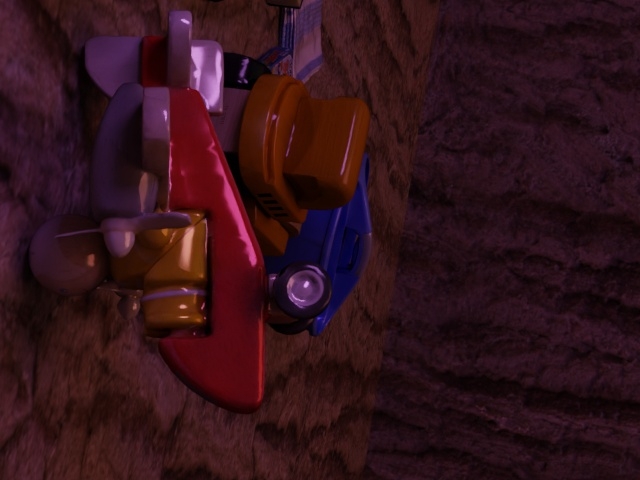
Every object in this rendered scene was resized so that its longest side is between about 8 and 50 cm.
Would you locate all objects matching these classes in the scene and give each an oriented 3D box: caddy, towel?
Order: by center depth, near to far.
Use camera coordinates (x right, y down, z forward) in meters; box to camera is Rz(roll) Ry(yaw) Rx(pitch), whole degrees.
[{"bbox_3d":[0.000,0.000,1.929,0.241,0.179,0.341,-61,164,-56],"label":"caddy"},{"bbox_3d":[-0.025,-0.411,1.946,0.209,0.034,0.285,-55,151,-62],"label":"towel"}]

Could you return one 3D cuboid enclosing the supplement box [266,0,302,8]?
[{"bbox_3d":[-0.055,-0.422,1.766,0.083,0.056,0.083,68,34,-66],"label":"supplement box"}]

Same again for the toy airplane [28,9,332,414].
[{"bbox_3d":[-0.180,-0.041,1.181,0.384,0.272,0.386,-126,-161,-52],"label":"toy airplane"}]

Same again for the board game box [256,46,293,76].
[{"bbox_3d":[-0.084,-0.200,1.834,0.136,0.035,0.201,-55,151,-61],"label":"board game box"}]

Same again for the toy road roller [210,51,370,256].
[{"bbox_3d":[-0.041,-0.109,1.602,0.329,0.241,0.202,53,48,-65],"label":"toy road roller"}]
